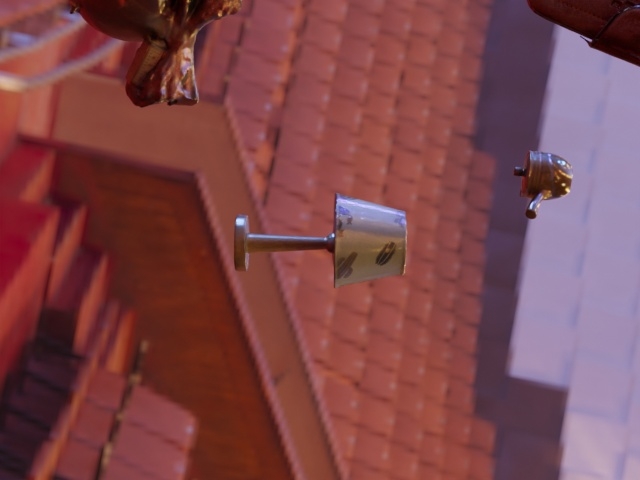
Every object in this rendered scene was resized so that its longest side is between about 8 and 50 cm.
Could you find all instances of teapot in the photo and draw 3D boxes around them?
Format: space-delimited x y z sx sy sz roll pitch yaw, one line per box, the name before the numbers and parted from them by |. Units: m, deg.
teapot | 0.304 -0.067 2.254 0.085 0.080 0.110 98 0 -51

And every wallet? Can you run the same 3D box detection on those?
wallet | 0.334 -0.238 1.620 0.137 0.255 0.031 -63 155 2

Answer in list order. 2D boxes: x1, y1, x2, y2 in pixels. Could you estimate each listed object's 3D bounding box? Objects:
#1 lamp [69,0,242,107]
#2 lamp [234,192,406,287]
lamp | -0.215 -0.284 1.908 0.223 0.151 0.215 42 -67 42
lamp | 0.000 0.000 2.050 0.121 0.215 0.121 1 90 -88
